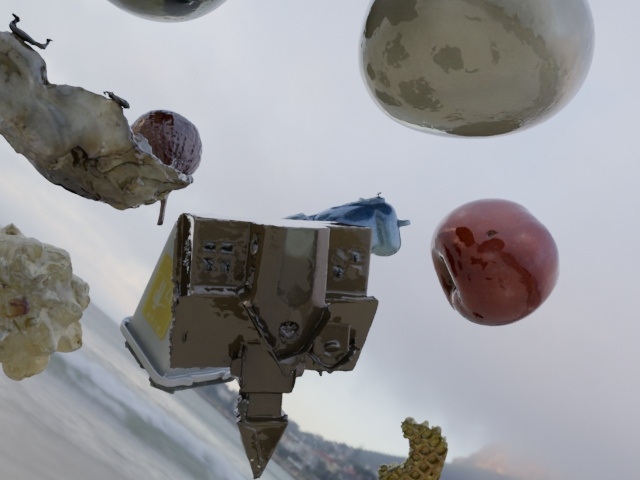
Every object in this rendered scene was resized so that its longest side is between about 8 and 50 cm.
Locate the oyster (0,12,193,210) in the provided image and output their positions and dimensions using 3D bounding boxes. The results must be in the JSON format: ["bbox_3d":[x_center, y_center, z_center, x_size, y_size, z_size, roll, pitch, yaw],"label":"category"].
[{"bbox_3d":[-0.310,-0.145,0.796,0.337,0.133,0.198,34,-18,-23],"label":"oyster"}]

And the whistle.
[{"bbox_3d":[0.000,0.000,0.941,0.180,0.269,0.093,-169,-115,-80],"label":"whistle"}]

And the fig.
[{"bbox_3d":[-0.289,-0.135,1.213,0.146,0.201,0.134,23,-41,-29],"label":"fig"}]

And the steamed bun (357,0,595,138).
[{"bbox_3d":[0.207,-0.249,0.915,0.324,0.206,0.324,4,-4,0],"label":"steamed bun"}]

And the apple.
[{"bbox_3d":[0.344,0.039,1.322,0.260,0.217,0.260,158,-90,-88],"label":"apple"}]

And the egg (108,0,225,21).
[{"bbox_3d":[-0.279,-0.557,1.164,0.345,0.345,0.428,41,-10,-4],"label":"egg"}]

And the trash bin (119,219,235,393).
[{"bbox_3d":[-0.269,0.147,1.578,0.296,0.367,0.256,2,30,-43],"label":"trash bin"}]

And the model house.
[{"bbox_3d":[-0.045,0.104,0.607,0.181,0.248,0.176,2,4,-14],"label":"model house"}]

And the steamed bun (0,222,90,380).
[{"bbox_3d":[-0.568,0.103,1.207,0.292,0.295,0.137,5,-15,-22],"label":"steamed bun"}]

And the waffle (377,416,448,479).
[{"bbox_3d":[0.221,0.517,1.585,0.149,0.194,0.051,14,12,10],"label":"waffle"}]
